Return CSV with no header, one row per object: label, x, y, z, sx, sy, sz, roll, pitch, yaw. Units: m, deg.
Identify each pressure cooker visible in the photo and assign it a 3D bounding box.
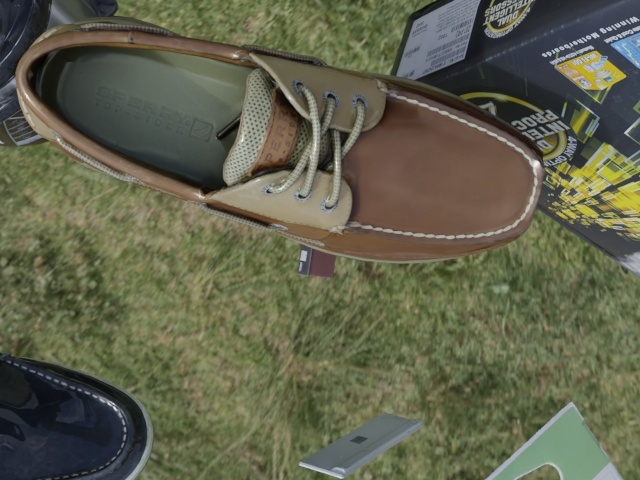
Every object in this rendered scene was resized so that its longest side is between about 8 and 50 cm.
pressure cooker,-0.587,-0.371,1.887,0.369,0.420,0.376,11,82,10

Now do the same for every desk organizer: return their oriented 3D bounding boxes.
desk organizer,0.000,0.000,1.812,0.050,0.047,0.130,9,89,-25

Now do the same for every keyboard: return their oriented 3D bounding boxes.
keyboard,0.065,0.295,1.500,0.072,0.256,0.014,4,99,31

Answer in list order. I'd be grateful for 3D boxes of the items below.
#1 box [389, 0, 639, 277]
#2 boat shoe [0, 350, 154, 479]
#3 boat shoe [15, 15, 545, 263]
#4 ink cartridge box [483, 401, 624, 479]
box,0.278,-0.092,0.661,0.318,0.097,0.395,28,158,-26
boat shoe,-0.426,0.186,1.110,0.499,0.187,0.156,15,157,-13
boat shoe,-0.028,-0.055,0.614,0.323,0.120,0.123,12,96,0
ink cartridge box,0.195,0.271,0.801,0.235,0.171,0.056,55,155,1
